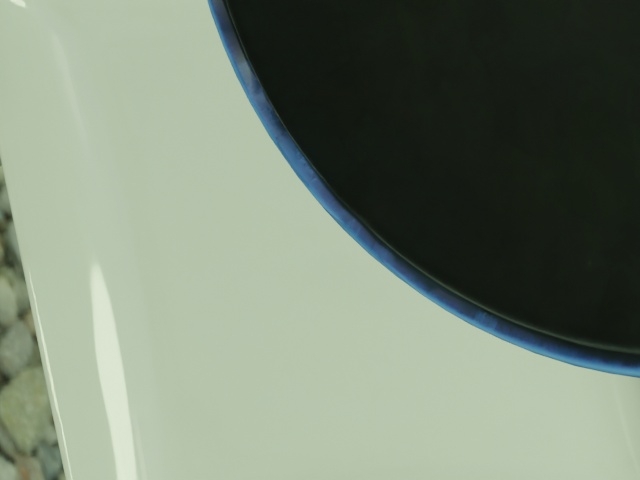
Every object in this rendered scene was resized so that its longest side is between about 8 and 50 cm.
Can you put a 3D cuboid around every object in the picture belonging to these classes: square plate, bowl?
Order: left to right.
[{"bbox_3d":[0.000,0.000,0.879,0.347,0.049,0.344,-8,96,33],"label":"square plate"},{"bbox_3d":[0.113,-0.128,0.668,0.391,0.077,0.391,15,117,30],"label":"bowl"}]

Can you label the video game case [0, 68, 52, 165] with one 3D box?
[{"bbox_3d":[-0.262,-0.092,1.036,0.212,0.023,0.193,-40,79,31],"label":"video game case"}]
